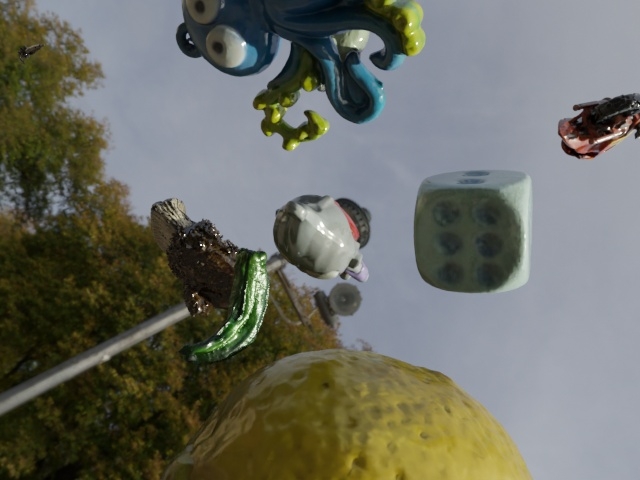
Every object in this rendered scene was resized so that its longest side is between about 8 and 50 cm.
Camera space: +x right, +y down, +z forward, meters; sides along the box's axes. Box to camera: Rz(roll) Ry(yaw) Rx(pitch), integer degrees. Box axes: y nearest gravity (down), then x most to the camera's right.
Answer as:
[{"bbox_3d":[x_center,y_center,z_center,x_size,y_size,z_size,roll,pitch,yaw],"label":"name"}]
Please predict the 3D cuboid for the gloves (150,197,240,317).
[{"bbox_3d":[-0.268,0.052,1.243,0.312,0.135,0.210,34,-58,18],"label":"gloves"}]

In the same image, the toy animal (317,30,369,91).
[{"bbox_3d":[0.047,-0.406,1.119,0.094,0.121,0.225,18,-94,1],"label":"toy animal"}]

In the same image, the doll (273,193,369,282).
[{"bbox_3d":[0.000,0.000,0.557,0.102,0.075,0.227,28,-6,14],"label":"doll"}]

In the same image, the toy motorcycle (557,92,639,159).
[{"bbox_3d":[0.567,-0.225,1.099,0.171,0.298,0.089,-18,-97,29],"label":"toy motorcycle"}]

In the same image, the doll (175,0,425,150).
[{"bbox_3d":[-0.053,-0.271,0.644,0.342,0.098,0.346,-6,-59,39],"label":"doll"}]

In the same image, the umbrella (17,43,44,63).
[{"bbox_3d":[-0.476,-0.312,0.892,0.149,0.022,0.022,5,-55,50],"label":"umbrella"}]

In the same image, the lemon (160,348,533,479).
[{"bbox_3d":[0.032,0.257,0.510,0.336,0.336,0.335,23,-54,37],"label":"lemon"}]

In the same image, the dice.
[{"bbox_3d":[0.387,-0.030,1.367,0.265,0.262,0.267,2,-75,22],"label":"dice"}]

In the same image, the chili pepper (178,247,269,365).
[{"bbox_3d":[-0.076,0.064,0.488,0.055,0.117,0.035,38,-21,-22],"label":"chili pepper"}]
